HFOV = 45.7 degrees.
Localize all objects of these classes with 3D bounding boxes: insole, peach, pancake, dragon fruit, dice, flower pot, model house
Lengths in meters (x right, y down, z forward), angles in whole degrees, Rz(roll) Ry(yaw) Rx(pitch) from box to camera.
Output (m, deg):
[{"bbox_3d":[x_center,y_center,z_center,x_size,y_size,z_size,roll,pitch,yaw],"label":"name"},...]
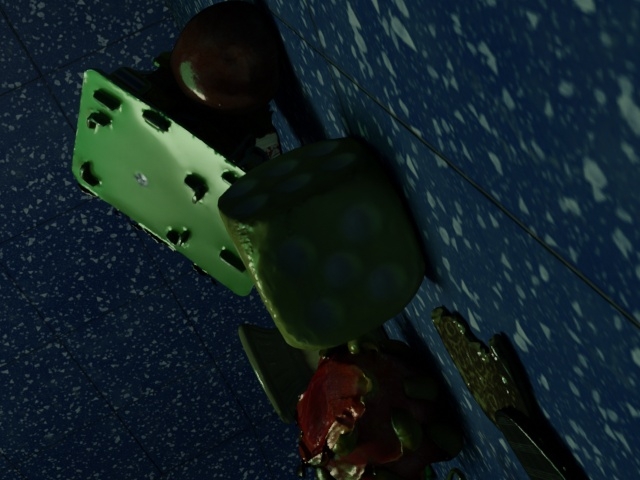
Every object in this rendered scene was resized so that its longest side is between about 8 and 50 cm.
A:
[{"bbox_3d":[0.240,0.279,0.645,0.309,0.012,0.110,60,169,9],"label":"insole"},{"bbox_3d":[-0.129,-0.241,0.998,0.152,0.152,0.152,62,174,11],"label":"peach"},{"bbox_3d":[0.153,0.117,0.736,0.190,0.020,0.184,55,171,46],"label":"pancake"},{"bbox_3d":[0.080,0.273,1.134,0.307,0.243,0.228,111,174,-58],"label":"dragon fruit"},{"bbox_3d":[0.000,0.000,0.813,0.169,0.169,0.166,65,173,-25],"label":"dice"},{"bbox_3d":[-0.011,0.206,1.480,0.308,0.244,0.307,63,174,12],"label":"flower pot"},{"bbox_3d":[-0.132,-0.147,1.136,0.357,0.313,0.242,34,141,6],"label":"model house"}]

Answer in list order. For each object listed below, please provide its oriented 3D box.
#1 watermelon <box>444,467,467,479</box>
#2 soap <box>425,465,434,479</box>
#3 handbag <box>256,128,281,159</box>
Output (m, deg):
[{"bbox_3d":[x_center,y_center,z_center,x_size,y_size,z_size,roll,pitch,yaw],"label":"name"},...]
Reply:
[{"bbox_3d":[0.191,0.357,0.885,0.140,0.140,0.187,-163,51,-82],"label":"watermelon"},{"bbox_3d":[0.163,0.466,1.812,0.273,0.098,0.218,61,174,19],"label":"soap"},{"bbox_3d":[-0.175,-0.185,1.580,0.298,0.171,0.151,169,78,-80],"label":"handbag"}]
